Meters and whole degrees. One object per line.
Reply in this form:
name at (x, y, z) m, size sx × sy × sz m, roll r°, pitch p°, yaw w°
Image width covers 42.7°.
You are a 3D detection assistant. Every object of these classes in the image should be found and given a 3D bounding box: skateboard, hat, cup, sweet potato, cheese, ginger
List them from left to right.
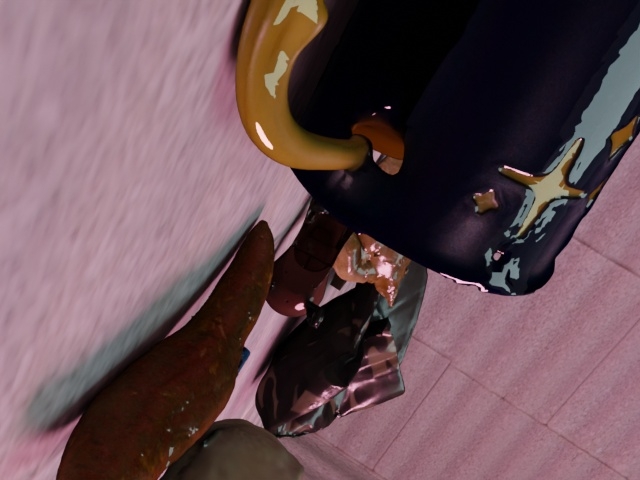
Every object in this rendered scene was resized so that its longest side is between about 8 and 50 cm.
cheese at (-0.134, 0.286, 0.684) m, size 0.318 × 0.115 × 0.326 m, roll -49°, pitch 180°, yaw -20°
sweet potato at (-0.085, 0.081, 0.493) m, size 0.255 × 0.058 × 0.078 m, roll -55°, pitch 154°, yaw -52°
skateboard at (0.000, 0.000, 0.734) m, size 0.151 × 0.067 × 0.080 m, roll -61°, pitch -177°, yaw -3°
hat at (0.035, 0.110, 1.276) m, size 0.366 × 0.258 × 0.381 m, roll 50°, pitch 36°, yaw -67°
ginger at (0.089, -0.021, 1.064) m, size 0.059 × 0.133 × 0.214 m, roll 45°, pitch -65°, yaw 54°
cup at (0.097, -0.109, 0.404) m, size 0.256 × 0.178 × 0.255 m, roll -63°, pitch 173°, yaw 27°

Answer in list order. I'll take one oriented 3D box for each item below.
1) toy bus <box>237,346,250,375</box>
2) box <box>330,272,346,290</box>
toy bus at (-0.093, 0.117, 0.663) m, size 0.083 × 0.038 × 0.046 m, roll -58°, pitch 177°, yaw 8°
box at (0.049, 0.042, 1.411) m, size 0.053 × 0.024 × 0.083 m, roll -51°, pitch 173°, yaw -43°
